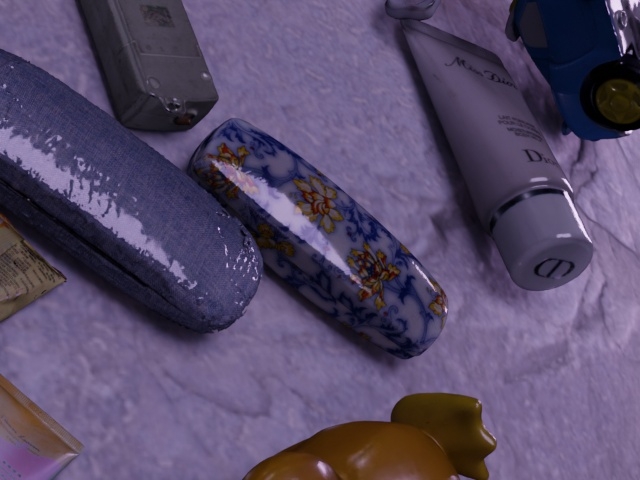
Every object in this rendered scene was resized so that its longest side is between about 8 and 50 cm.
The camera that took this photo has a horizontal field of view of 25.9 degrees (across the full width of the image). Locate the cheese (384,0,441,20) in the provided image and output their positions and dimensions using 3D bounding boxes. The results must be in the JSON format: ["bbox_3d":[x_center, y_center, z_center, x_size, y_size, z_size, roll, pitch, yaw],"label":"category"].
[{"bbox_3d":[0.138,-0.320,1.442,0.082,0.163,0.286,70,33,-44],"label":"cheese"}]

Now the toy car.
[{"bbox_3d":[0.275,-0.259,1.448,0.198,0.166,0.314,-56,131,-44],"label":"toy car"}]

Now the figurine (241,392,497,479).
[{"bbox_3d":[0.013,0.211,0.913,0.215,0.215,0.228,42,27,-9],"label":"figurine"}]

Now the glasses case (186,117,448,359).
[{"bbox_3d":[0.000,0.000,1.125,0.248,0.065,0.087,42,40,-10],"label":"glasses case"}]

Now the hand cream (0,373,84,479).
[{"bbox_3d":[-0.211,0.151,0.846,0.076,0.047,0.174,43,32,-5],"label":"hand cream"}]

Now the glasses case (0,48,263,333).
[{"bbox_3d":[-0.161,-0.038,1.011,0.282,0.067,0.109,36,38,-13],"label":"glasses case"}]

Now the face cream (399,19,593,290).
[{"bbox_3d":[0.171,-0.092,1.348,0.143,0.089,0.314,13,41,-35],"label":"face cream"}]

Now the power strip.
[{"bbox_3d":[-0.160,-0.205,1.152,0.078,0.052,0.272,-2,61,-42],"label":"power strip"}]

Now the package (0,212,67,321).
[{"bbox_3d":[-0.236,0.014,0.933,0.108,0.031,0.120,47,34,-4],"label":"package"}]
